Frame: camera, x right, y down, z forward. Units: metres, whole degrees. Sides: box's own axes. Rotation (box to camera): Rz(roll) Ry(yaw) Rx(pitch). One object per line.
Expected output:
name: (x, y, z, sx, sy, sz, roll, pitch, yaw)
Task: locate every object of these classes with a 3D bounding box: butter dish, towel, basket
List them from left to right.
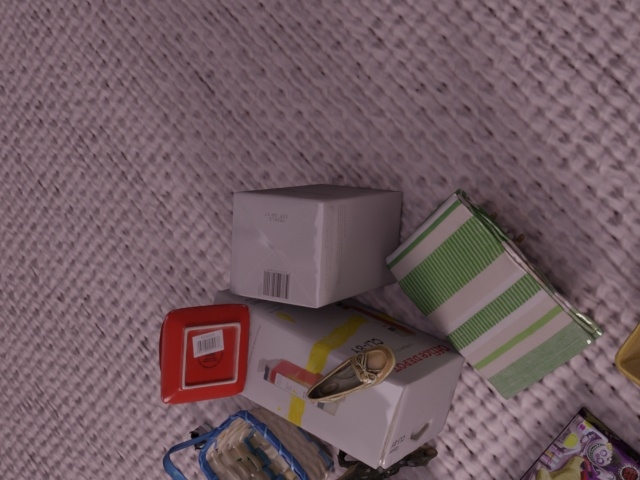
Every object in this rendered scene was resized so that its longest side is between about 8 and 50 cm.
butter dish: (-0.208, 0.175, 1.494, 0.118, 0.160, 0.160, 17, 106, 53)
basket: (-0.127, 0.450, 1.704, 0.255, 0.289, 0.201, 47, 117, 18)
towel: (0.274, 0.094, 1.502, 0.325, 0.038, 0.248, 46, 135, 3)

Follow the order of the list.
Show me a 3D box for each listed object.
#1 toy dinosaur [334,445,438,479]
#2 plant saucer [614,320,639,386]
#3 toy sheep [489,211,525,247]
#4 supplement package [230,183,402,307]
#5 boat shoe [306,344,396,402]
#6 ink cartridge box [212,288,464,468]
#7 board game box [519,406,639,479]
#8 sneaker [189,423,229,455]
toy dinosaur: (0.080, 0.414, 1.683, 0.268, 0.064, 0.118, -29, 42, 10)
plant saucer: (0.662, 0.146, 1.318, 0.333, 0.081, 0.333, 37, 113, 21)
toy sheep: (0.291, 0.010, 1.519, 0.132, 0.091, 0.091, 42, 115, 14)
supplement package: (0.000, 0.000, 1.567, 0.177, 0.293, 0.175, 7, 99, 30)
boat shoe: (0.047, 0.208, 1.390, 0.153, 0.048, 0.056, -29, 78, 26)
ink cartridge box: (0.024, 0.212, 1.592, 0.384, 0.279, 0.160, 24, 106, 26)
board game box: (0.418, 0.476, 1.528, 0.208, 0.056, 0.347, 39, 114, 16)
sneaker: (-0.236, 0.431, 1.895, 0.098, 0.069, 0.038, 35, 113, 22)
